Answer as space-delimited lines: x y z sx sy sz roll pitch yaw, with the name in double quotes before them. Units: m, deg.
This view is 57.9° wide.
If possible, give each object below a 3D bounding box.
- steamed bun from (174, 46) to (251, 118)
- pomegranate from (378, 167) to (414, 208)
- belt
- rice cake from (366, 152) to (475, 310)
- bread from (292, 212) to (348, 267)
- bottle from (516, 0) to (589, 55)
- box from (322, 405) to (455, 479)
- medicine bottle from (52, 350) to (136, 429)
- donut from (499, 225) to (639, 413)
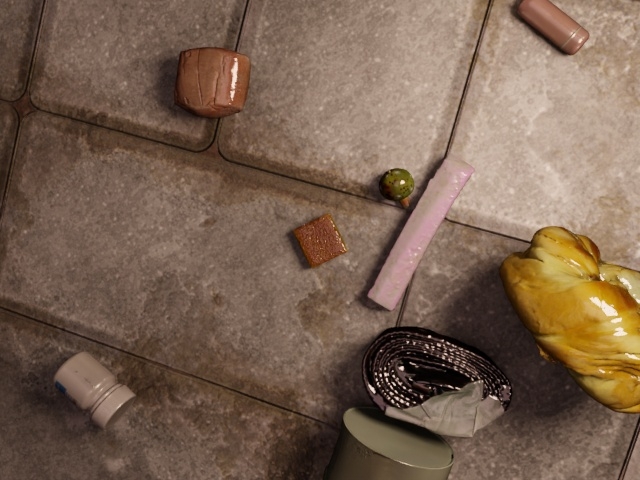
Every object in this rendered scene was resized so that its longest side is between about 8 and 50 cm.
"steamed bun" -0.229 -0.334 1.238 0.175 0.106 0.144 11 101 26
"pomegranate" 0.154 -0.106 1.181 0.073 0.073 0.084 9 119 12
"belt" 0.224 0.275 1.134 0.289 0.164 0.184 16 88 12
"rice cake" 0.196 -0.008 1.180 0.073 0.056 0.364 31 99 12
"bread" 0.000 0.000 1.234 0.090 0.035 0.094 -26 87 13
"bottle" 0.443 -0.414 1.103 0.140 0.053 0.053 43 101 8
"box" 0.129 0.445 1.131 0.226 0.226 0.149 19 97 11
"medicine bottle" -0.522 0.344 1.335 0.168 0.105 0.105 38 100 8
"donut" 0.477 0.124 0.991 0.360 0.360 0.170 46 116 7
